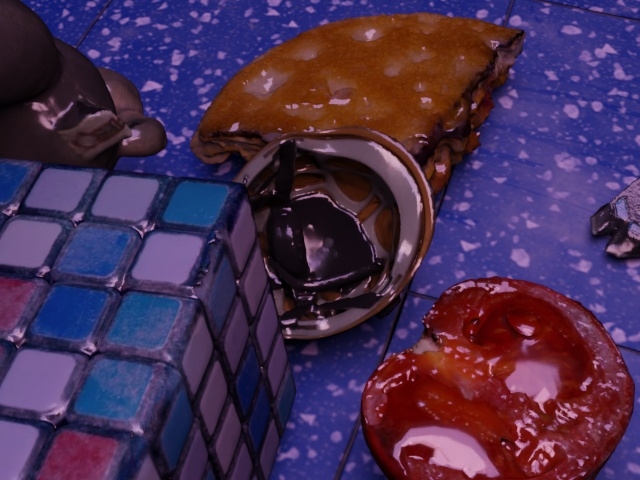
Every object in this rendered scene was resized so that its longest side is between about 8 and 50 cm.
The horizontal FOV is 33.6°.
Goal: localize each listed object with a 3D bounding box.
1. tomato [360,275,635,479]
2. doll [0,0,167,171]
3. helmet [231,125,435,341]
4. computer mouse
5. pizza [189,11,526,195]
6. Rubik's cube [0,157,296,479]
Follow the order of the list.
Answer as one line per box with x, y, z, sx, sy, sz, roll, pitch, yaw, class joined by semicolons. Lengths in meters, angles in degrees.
0.150;0.156;0.906;0.200;0.139;0.233;35;62;30;tomato
-0.379;-0.099;0.981;0.382;0.378;0.252;-28;52;8;doll
0.000;0.000;1.028;0.224;0.130;0.198;-33;81;-4;helmet
0.345;-0.026;1.107;0.135;0.047;0.079;-29;61;-6;computer mouse
0.062;-0.147;1.170;0.409;0.114;0.277;-25;54;-17;pizza
-0.203;0.133;0.825;0.287;0.293;0.292;7;52;15;Rubik's cube
